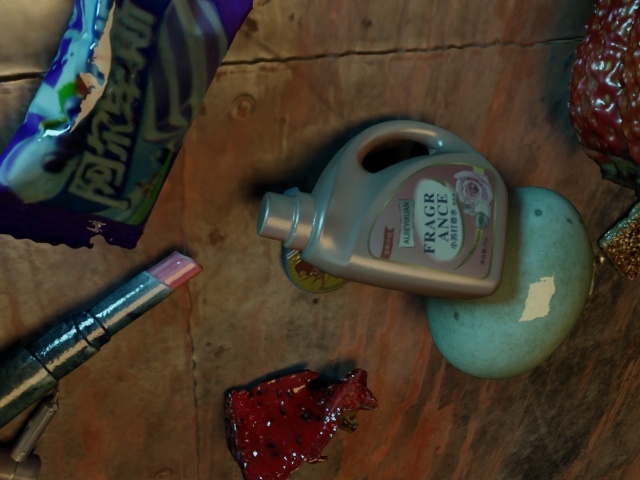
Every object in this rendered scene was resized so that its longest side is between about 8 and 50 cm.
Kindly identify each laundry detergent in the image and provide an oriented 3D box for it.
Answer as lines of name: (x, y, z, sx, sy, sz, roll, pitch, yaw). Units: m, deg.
laundry detergent: (0.063, -0.039, 0.628, 0.237, 0.076, 0.171, 12, 75, -16)

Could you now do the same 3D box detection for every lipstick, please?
lipstick: (-0.210, 0.085, 0.592, 0.234, 0.053, 0.053, -34, 133, -8)

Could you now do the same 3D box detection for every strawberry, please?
strawberry: (0.375, -0.179, 0.646, 0.239, 0.250, 0.288, -17, 104, -13)

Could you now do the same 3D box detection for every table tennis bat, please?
table tennis bat: (0.000, 0.000, 0.683, 0.100, 0.019, 0.155, -35, 135, -4)

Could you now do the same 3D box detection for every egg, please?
egg: (0.213, 0.050, 0.743, 0.169, 0.169, 0.236, 7, 119, -35)

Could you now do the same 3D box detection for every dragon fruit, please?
dragon fruit: (-0.027, 0.209, 0.797, 0.192, 0.122, 0.092, -27, 171, -17)

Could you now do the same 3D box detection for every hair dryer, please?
hair dryer: (-0.290, 0.191, 0.634, 0.063, 0.037, 0.114, 32, 94, -40)

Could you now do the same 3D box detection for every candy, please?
candy: (-0.149, -0.112, 0.482, 0.145, 0.070, 0.275, 15, 108, -45)

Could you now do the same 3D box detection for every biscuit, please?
biscuit: (0.519, -0.049, 0.956, 0.237, 0.026, 0.131, -47, 134, 7)

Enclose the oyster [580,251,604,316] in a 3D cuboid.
oyster: (0.327, 0.086, 0.914, 0.125, 0.064, 0.177, 20, 108, -35)
